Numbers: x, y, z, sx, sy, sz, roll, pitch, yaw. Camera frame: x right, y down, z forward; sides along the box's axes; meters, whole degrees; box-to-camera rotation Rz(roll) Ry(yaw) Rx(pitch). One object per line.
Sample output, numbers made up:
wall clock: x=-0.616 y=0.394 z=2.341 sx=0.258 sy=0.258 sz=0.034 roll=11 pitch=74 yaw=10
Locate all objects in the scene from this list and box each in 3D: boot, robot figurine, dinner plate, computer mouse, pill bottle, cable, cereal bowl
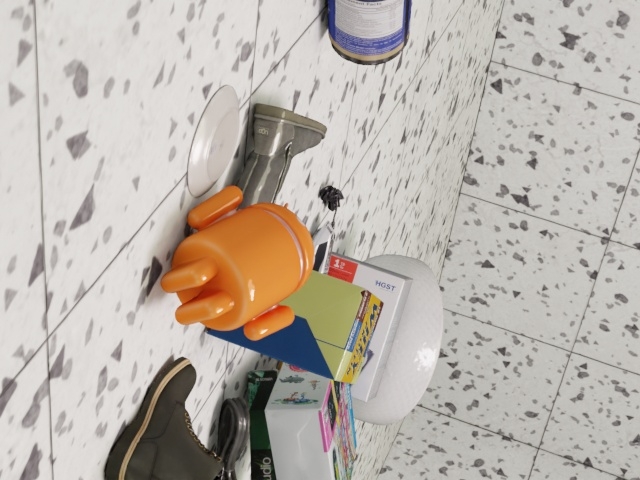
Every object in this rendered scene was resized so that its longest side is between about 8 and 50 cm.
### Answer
boot: x=-0.068 y=-0.071 z=1.662 sx=0.189 sy=0.076 sz=0.209 roll=8 pitch=94 yaw=-63
robot figurine: x=-0.094 y=0.028 z=1.505 sx=0.219 sy=0.158 sz=0.128 roll=-30 pitch=152 yaw=-47
dinner plate: x=-0.124 y=-0.118 z=1.488 sx=0.141 sy=0.017 sz=0.141 roll=18 pitch=90 yaw=-76
computer mouse: x=0.000 y=0.000 z=2.154 sx=0.106 sy=0.042 sz=0.193 roll=10 pitch=92 yaw=-82
pill bottle: x=0.070 y=-0.360 z=1.734 sx=0.219 sy=0.122 sz=0.123 roll=88 pitch=23 yaw=-57
cable: x=-0.140 y=0.382 z=1.964 sx=0.139 sy=0.072 sz=0.287 roll=-161 pitch=-104 yaw=-65
boot: x=-0.165 y=0.248 z=1.553 sx=0.077 sy=0.137 sz=0.198 roll=94 pitch=18 yaw=-49
cereal bowl: x=0.090 y=0.184 z=2.395 sx=0.339 sy=0.141 sz=0.339 roll=-38 pitch=-135 yaw=53

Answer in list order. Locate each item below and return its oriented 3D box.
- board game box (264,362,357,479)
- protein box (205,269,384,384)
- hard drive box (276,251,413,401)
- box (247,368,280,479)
board game box: x=-0.009 y=0.315 z=2.042 sx=0.303 sy=0.097 sz=0.224 roll=-72 pitch=156 yaw=-71
protein box: x=-0.032 y=0.112 z=1.792 sx=0.201 sy=0.199 sz=0.136 roll=40 pitch=69 yaw=-77
hard drive box: x=0.044 y=0.151 z=2.232 sx=0.089 sy=0.181 sz=0.232 roll=3 pitch=104 yaw=-75
box: x=-0.072 y=0.389 z=2.095 sx=0.232 sy=0.058 sz=0.322 roll=51 pitch=34 yaw=-75
